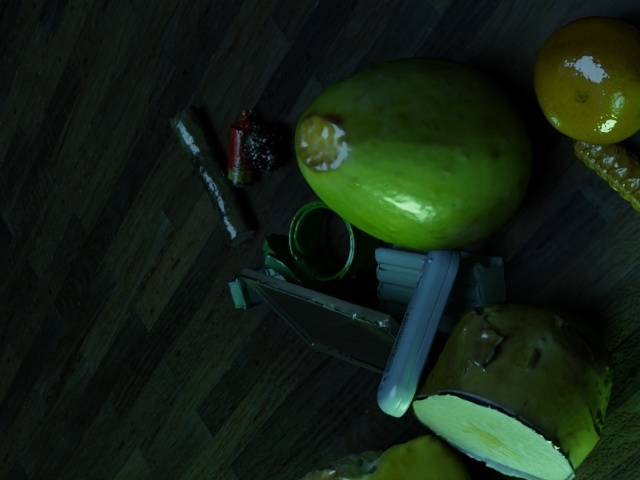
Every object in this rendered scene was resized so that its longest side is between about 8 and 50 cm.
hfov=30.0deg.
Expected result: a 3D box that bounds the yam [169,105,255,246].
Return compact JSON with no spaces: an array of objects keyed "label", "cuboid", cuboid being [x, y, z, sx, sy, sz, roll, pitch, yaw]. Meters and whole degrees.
[{"label":"yam","cuboid":[-0.184,-0.111,2.058,0.061,0.061,0.253,-36,77,47]}]

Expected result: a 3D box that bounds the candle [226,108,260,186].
[{"label":"candle","cuboid":[-0.128,-0.157,1.988,0.052,0.052,0.131,27,119,39]}]

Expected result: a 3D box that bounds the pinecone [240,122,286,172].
[{"label":"pinecone","cuboid":[-0.089,-0.151,1.936,0.077,0.077,0.083,19,148,42]}]

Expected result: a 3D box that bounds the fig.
[{"label":"fig","cuboid":[0.112,-0.119,1.537,0.258,0.326,0.258,-13,73,49]}]

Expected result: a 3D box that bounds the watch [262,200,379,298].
[{"label":"watch","cuboid":[0.000,0.000,1.854,0.165,0.131,0.152,45,121,29]}]

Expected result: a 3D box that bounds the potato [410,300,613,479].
[{"label":"potato","cuboid":[0.266,0.189,1.588,0.246,0.196,0.300,34,160,-4]}]

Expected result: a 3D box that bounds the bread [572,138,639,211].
[{"label":"bread","cuboid":[0.374,-0.086,1.473,0.157,0.044,0.052,47,139,27]}]

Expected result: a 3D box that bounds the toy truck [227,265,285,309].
[{"label":"toy truck","cuboid":[-0.079,0.075,1.989,0.175,0.081,0.067,-12,96,48]}]

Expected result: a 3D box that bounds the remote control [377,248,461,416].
[{"label":"remote control","cuboid":[0.132,0.119,1.616,0.087,0.047,0.244,134,157,-84]}]

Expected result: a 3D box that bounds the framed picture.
[{"label":"framed picture","cuboid":[0.041,0.141,1.814,0.315,0.024,0.232,18,158,43]}]

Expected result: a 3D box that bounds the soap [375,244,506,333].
[{"label":"soap","cuboid":[0.172,0.069,1.728,0.198,0.063,0.114,11,111,45]}]

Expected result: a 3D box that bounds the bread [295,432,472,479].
[{"label":"bread","cuboid":[0.136,0.486,1.776,0.394,0.250,0.361,60,149,10]}]

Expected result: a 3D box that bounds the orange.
[{"label":"orange","cuboid":[0.333,-0.193,1.425,0.156,0.124,0.156,20,129,27]}]
